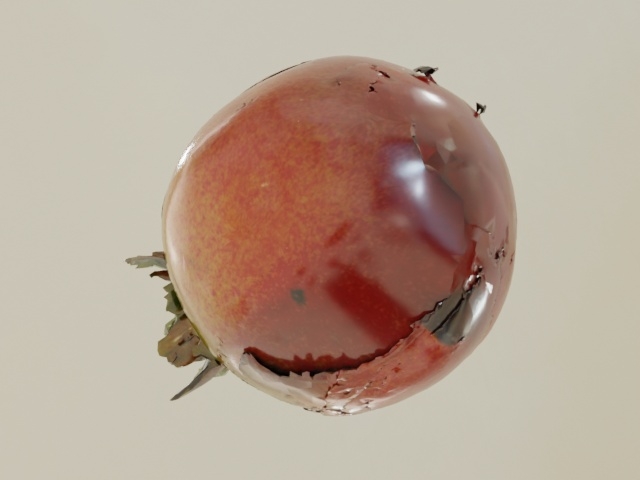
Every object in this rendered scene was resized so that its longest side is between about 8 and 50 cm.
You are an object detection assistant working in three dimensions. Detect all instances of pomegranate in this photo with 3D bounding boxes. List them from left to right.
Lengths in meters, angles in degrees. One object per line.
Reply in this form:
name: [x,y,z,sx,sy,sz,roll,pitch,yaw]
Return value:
pomegranate: [0.000,0.000,1.051,0.235,0.210,0.210,-28,-87,20]
